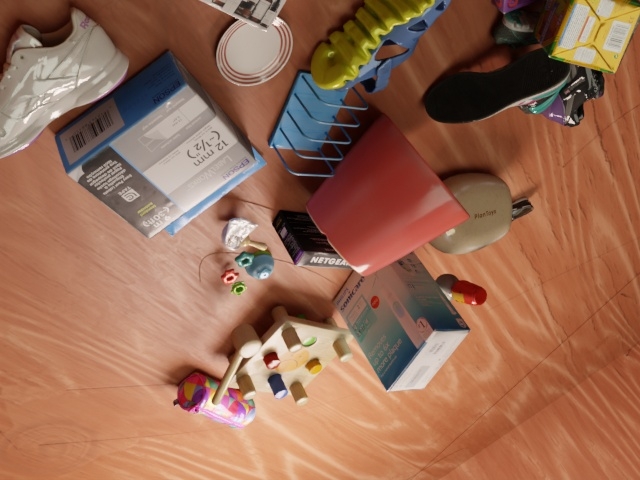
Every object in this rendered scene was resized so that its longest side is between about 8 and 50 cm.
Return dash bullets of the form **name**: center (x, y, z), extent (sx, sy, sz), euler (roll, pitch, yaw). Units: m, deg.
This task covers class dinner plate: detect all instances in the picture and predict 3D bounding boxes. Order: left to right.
- **dinner plate**: center (-0.115, -0.332, 1.389), extent (0.141, 0.017, 0.141), euler (-19, 141, -16)

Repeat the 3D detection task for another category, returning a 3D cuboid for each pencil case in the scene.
- **pencil case**: center (-0.263, 0.413, 2.035), extent (0.104, 0.104, 0.236), euler (-41, 142, 12)

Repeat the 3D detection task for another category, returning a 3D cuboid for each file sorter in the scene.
- **file sorter**: center (-0.002, -0.217, 1.520), extent (0.118, 0.104, 0.170), euler (0, 132, -34)

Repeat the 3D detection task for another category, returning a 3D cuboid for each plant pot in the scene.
- **plant pot**: center (0.122, -0.076, 1.613), extent (0.243, 0.275, 0.275), euler (-39, 141, 8)

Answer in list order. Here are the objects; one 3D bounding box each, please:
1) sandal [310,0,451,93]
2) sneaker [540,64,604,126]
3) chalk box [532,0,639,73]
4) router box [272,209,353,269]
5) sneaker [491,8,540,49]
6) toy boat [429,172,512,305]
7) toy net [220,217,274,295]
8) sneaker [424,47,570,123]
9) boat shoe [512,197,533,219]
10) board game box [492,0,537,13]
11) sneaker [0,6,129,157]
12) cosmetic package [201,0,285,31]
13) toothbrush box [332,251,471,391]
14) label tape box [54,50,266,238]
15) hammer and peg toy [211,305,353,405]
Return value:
- **sandal**: center (0.129, -0.376, 1.433), extent (0.317, 0.126, 0.138), euler (-39, 146, 22)
- **sneaker**: center (0.559, -0.367, 1.694), extent (0.107, 0.124, 0.283), euler (-42, 158, -39)
- **chalk box**: center (0.489, -0.417, 1.499), extent (0.132, 0.213, 0.132), euler (13, 118, -5)
- **router box**: center (0.000, 0.000, 1.733), extent (0.179, 0.133, 0.046), euler (5, 129, -37)
- **sneaker**: center (0.413, -0.419, 1.625), extent (0.167, 0.065, 0.076), euler (5, 146, -33)
- **toy boat**: center (0.330, -0.003, 1.908), extent (0.268, 0.148, 0.318), euler (-8, 103, -32)
- **toy net**: center (-0.173, 0.023, 1.719), extent (0.122, 0.045, 0.232), euler (-25, 140, -5)
- **sneaker**: center (0.374, -0.311, 1.663), extent (0.296, 0.123, 0.178), euler (-14, 175, 22)
- **boat shoe**: center (0.488, -0.067, 2.062), extent (0.125, 0.038, 0.046), euler (-25, 141, -9)
- **board game box**: center (0.416, -0.594, 1.437), extent (0.208, 0.056, 0.346), euler (-25, 142, -15)
- **sneaker**: center (-0.451, -0.237, 1.218), extent (0.305, 0.114, 0.152), euler (-35, 128, -2)
- **cosmetic package**: center (-0.159, -0.413, 1.227), extent (0.239, 0.060, 0.099), euler (15, 117, -40)
- **toothbrush box**: center (0.186, 0.178, 1.921), extent (0.126, 0.295, 0.216), euler (6, 129, -38)
- **label tape box**: center (-0.257, -0.132, 1.436), extent (0.249, 0.115, 0.347), euler (-36, 140, 5)
- **hammer and peg toy**: center (-0.118, 0.283, 1.969), extent (0.361, 0.127, 0.266), euler (17, 123, -44)
